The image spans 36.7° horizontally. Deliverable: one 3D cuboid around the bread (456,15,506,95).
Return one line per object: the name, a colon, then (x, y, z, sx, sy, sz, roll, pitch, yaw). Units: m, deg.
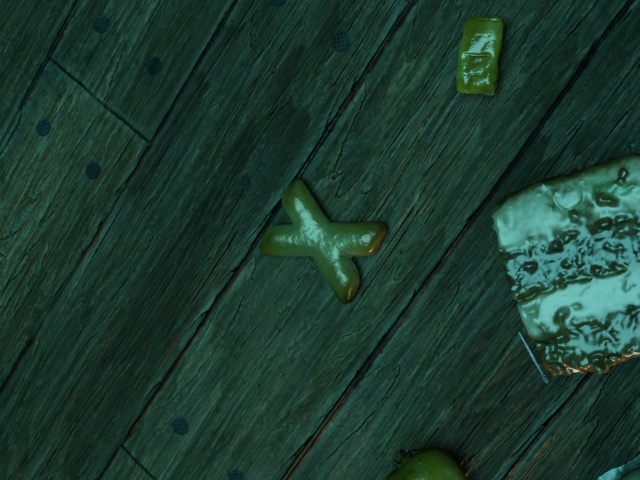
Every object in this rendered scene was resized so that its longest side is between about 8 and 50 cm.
bread: (0.267, -0.308, 1.612, 0.074, 0.053, 0.132, 11, 94, 22)

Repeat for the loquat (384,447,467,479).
loquat: (0.178, 0.425, 1.631, 0.163, 0.137, 0.163, 10, 106, 37)

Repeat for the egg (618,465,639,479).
egg: (0.501, 0.456, 1.470, 0.183, 0.183, 0.217, 39, 112, 17)

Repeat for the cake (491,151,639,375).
cake: (0.419, 0.043, 1.446, 0.255, 0.282, 0.291, -17, 81, 16)

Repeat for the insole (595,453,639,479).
insole: (0.510, 0.380, 1.557, 0.193, 0.006, 0.065, -43, 75, 18)

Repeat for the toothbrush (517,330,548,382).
toothbrush: (0.355, 0.195, 1.616, 0.006, 0.008, 0.097, -31, 80, 17)

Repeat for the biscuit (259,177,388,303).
biscuit: (0.000, -0.001, 1.742, 0.207, 0.047, 0.164, 30, 104, 19)
